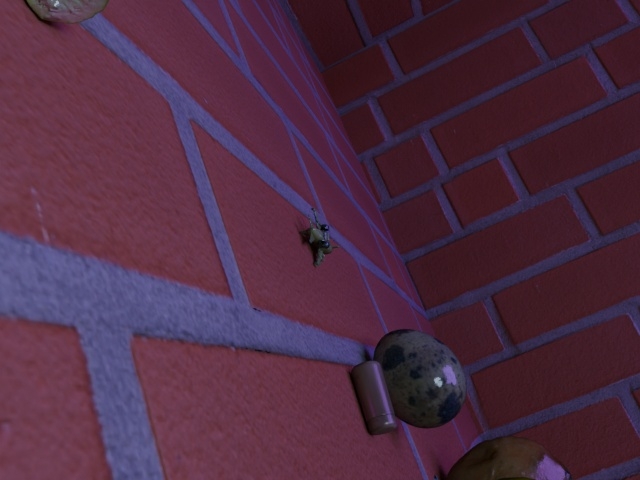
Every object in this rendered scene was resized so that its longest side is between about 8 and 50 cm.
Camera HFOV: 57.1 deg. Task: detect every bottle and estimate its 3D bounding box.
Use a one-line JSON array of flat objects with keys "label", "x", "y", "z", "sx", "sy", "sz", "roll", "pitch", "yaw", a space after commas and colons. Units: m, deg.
[{"label": "bottle", "x": 0.075, "y": 0.221, "z": 0.827, "sx": 0.045, "sy": 0.045, "sz": 0.096, "roll": 50, "pitch": 20, "yaw": -54}]

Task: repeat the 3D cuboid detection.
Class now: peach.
[{"label": "peach", "x": 0.364, "y": 0.486, "z": 1.130, "sx": 0.214, "sy": 0.236, "sz": 0.214, "roll": 51, "pitch": 15, "yaw": -19}]

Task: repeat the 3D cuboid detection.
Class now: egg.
[{"label": "egg", "x": 0.156, "y": 0.221, "z": 0.967, "sx": 0.181, "sy": 0.141, "sz": 0.141, "roll": 51, "pitch": -2, "yaw": 43}]

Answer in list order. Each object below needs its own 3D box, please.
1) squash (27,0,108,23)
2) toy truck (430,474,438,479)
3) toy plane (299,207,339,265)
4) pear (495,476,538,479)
[{"label": "squash", "x": -0.219, "y": -0.288, "z": 0.461, "sx": 0.083, "sy": 0.083, "sz": 0.250, "roll": 42, "pitch": 28, "yaw": -65}, {"label": "toy truck", "x": 0.197, "y": 0.436, "z": 0.902, "sx": 0.074, "sy": 0.063, "sz": 0.136, "roll": 155, "pitch": -86, "yaw": -81}, {"label": "toy plane", "x": 0.000, "y": 0.000, "z": 0.976, "sx": 0.111, "sy": 0.040, "sz": 0.102, "roll": 44, "pitch": 42, "yaw": -58}, {"label": "pear", "x": 0.137, "y": 0.306, "z": 0.336, "sx": 0.269, "sy": 0.269, "sz": 0.320, "roll": -2, "pitch": 93, "yaw": -79}]
